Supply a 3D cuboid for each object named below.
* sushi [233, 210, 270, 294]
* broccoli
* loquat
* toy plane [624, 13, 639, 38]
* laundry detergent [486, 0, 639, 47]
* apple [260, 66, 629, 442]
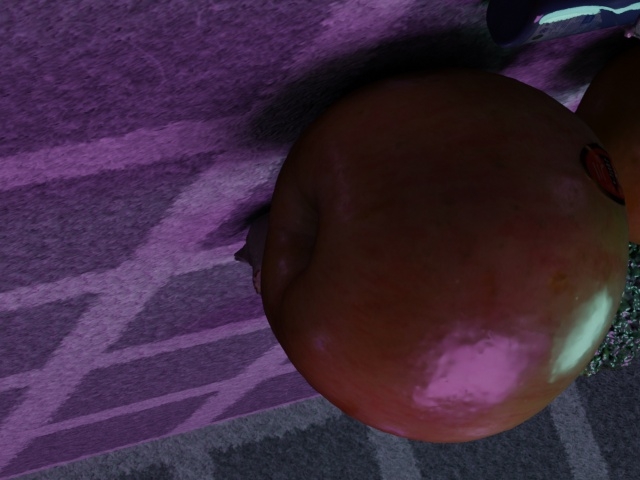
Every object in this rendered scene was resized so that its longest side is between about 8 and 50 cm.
[{"bbox_3d":[-0.009,-0.015,2.018,0.272,0.134,0.109,-6,157,24],"label":"sushi"},{"bbox_3d":[0.426,0.042,2.537,0.293,0.281,0.348,-34,141,-36],"label":"broccoli"},{"bbox_3d":[0.415,-0.108,1.857,0.263,0.263,0.263,-18,167,-4],"label":"loquat"},{"bbox_3d":[0.364,-0.264,1.511,0.192,0.088,0.262,-55,155,18],"label":"toy plane"},{"bbox_3d":[0.265,-0.233,1.566,0.206,0.061,0.097,-12,161,-27],"label":"laundry detergent"},{"bbox_3d":[0.118,0.013,1.683,0.346,0.392,0.391,14,152,-27],"label":"apple"}]
